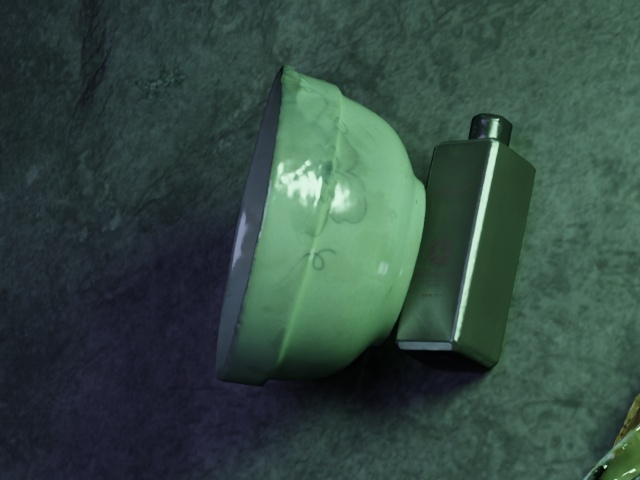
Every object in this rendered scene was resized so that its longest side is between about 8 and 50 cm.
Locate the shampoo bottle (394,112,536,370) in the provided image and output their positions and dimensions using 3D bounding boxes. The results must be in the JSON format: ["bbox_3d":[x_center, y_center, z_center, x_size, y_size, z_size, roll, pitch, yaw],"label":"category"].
[{"bbox_3d":[0.141,-0.002,1.652,0.080,0.079,0.246,-2,68,39],"label":"shampoo bottle"}]

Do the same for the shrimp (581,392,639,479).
[{"bbox_3d":[0.301,0.173,1.420,0.446,0.110,0.221,-36,44,17],"label":"shrimp"}]

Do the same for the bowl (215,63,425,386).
[{"bbox_3d":[0.000,0.000,1.666,0.307,0.163,0.307,-166,90,-82],"label":"bowl"}]
